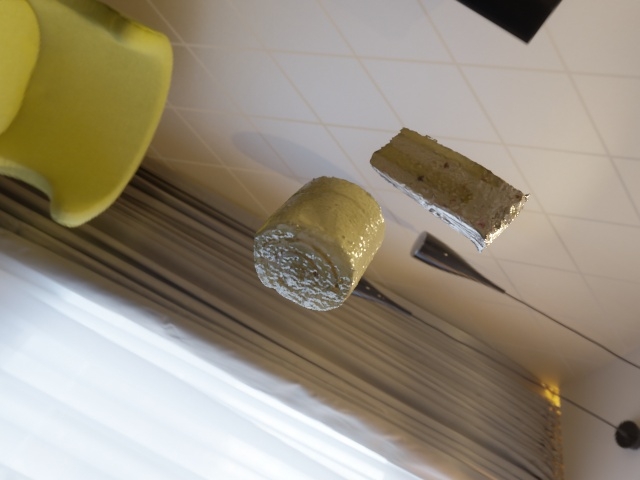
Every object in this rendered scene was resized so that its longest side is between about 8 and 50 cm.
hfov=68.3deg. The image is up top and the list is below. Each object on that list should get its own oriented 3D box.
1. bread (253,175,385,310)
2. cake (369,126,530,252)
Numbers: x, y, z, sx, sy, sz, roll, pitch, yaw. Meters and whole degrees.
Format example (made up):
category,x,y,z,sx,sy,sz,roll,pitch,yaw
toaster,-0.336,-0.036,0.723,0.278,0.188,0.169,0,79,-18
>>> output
category,x,y,z,sx,sy,sz,roll,pitch,yaw
bread,0.000,0.000,0.646,0.141,0.148,0.134,-52,150,-47
cake,0.098,-0.047,0.372,0.052,0.121,0.065,-52,173,3
